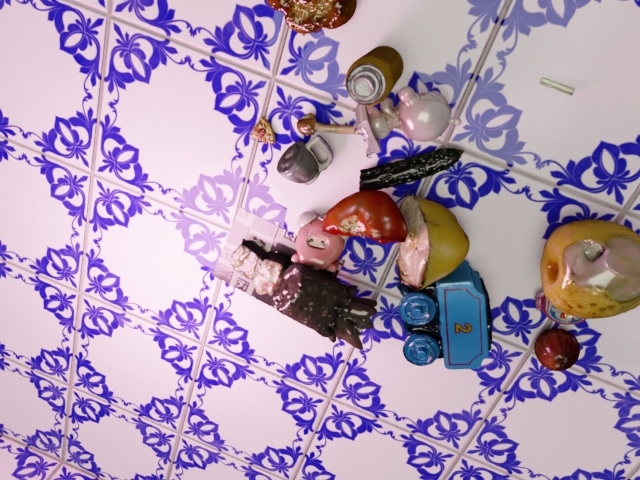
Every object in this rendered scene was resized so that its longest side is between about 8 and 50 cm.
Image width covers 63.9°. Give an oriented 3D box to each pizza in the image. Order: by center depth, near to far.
[{"bbox_3d":[-0.171,-0.304,1.474,0.078,0.025,0.083,-22,108,20],"label":"pizza"}]

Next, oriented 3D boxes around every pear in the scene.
[{"bbox_3d":[0.701,0.073,1.305,0.271,0.271,0.271,6,116,12],"label":"pear"},{"bbox_3d":[0.317,0.004,1.400,0.178,0.267,0.267,-1,116,-6],"label":"pear"}]

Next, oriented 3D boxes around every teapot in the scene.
[{"bbox_3d":[-0.042,-0.223,1.448,0.108,0.111,0.149,38,89,-34],"label":"teapot"}]

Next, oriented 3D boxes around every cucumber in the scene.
[{"bbox_3d":[0.242,-0.191,1.394,0.300,0.072,0.072,-12,111,20],"label":"cucumber"}]

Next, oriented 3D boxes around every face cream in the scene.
[{"bbox_3d":[0.124,-0.378,1.178,0.105,0.349,0.105,6,116,12],"label":"face cream"}]

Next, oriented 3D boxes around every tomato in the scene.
[{"bbox_3d":[0.126,-0.069,1.387,0.233,0.200,0.140,11,91,20],"label":"tomato"}]

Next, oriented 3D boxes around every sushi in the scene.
[{"bbox_3d":[-0.157,0.110,1.623,0.373,0.100,0.296,28,118,0],"label":"sushi"}]

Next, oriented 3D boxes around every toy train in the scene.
[{"bbox_3d":[0.364,0.226,1.502,0.265,0.188,0.300,-6,112,12],"label":"toy train"}]

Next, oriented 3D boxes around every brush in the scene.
[{"bbox_3d":[0.577,-0.376,1.254,0.083,0.013,0.016,25,114,10],"label":"brush"}]

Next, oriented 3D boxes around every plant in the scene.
[{"bbox_3d":[0.021,0.205,1.531,0.320,0.181,0.194,29,94,-25],"label":"plant"}]

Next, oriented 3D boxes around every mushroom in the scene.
[{"bbox_3d":[0.027,-0.314,1.406,0.187,0.060,0.061,4,101,3],"label":"mushroom"}]

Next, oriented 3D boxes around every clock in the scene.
[{"bbox_3d":[0.000,0.000,1.523,0.166,0.093,0.162,14,96,8],"label":"clock"}]

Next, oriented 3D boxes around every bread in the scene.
[{"bbox_3d":[-0.015,-0.609,1.229,0.246,0.135,0.232,13,131,6],"label":"bread"}]

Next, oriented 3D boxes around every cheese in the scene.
[{"bbox_3d":[0.736,0.172,1.445,0.244,0.062,0.155,-2,112,15],"label":"cheese"}]

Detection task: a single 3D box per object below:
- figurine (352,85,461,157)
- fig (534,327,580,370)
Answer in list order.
[{"bbox_3d":[0.215,-0.306,1.283,0.256,0.144,0.182,-10,130,16],"label":"figurine"},{"bbox_3d":[0.694,0.316,1.491,0.128,0.150,0.128,0,79,0],"label":"fig"}]
